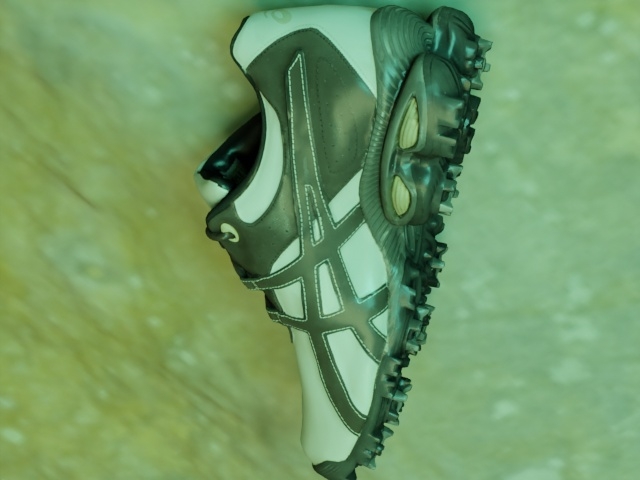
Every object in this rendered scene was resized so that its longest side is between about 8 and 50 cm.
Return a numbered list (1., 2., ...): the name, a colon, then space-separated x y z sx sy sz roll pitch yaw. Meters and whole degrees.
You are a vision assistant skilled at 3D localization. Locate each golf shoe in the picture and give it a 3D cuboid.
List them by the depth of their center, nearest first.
1. golf shoe: 0.000 0.000 0.653 0.094 0.077 0.198 12 122 5
